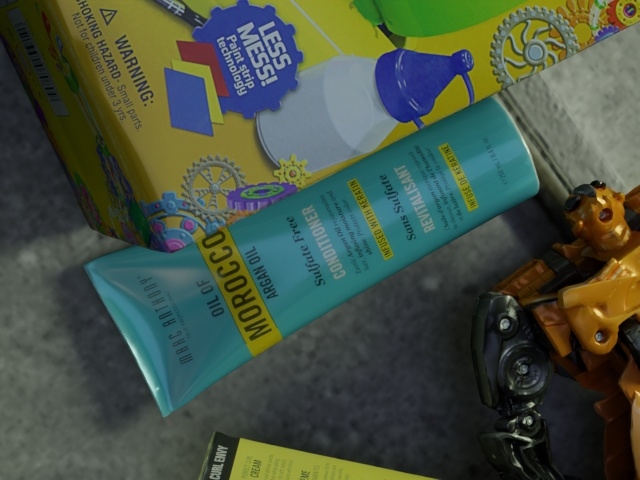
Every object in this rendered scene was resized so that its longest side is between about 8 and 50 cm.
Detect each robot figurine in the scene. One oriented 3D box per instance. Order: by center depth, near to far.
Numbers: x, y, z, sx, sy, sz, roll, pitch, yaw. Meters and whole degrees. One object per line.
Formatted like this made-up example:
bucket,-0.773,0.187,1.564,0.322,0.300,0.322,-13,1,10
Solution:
robot figurine,0.190,0.096,0.925,0.211,0.085,0.291,-34,103,-11

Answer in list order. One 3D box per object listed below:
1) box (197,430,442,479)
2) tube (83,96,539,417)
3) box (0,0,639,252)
box,0.053,0.157,0.859,0.232,0.058,0.087,13,114,0
tube,0.000,0.000,0.888,0.207,0.052,0.080,-27,91,-6
box,-0.021,-0.188,0.799,0.279,0.177,0.290,-27,101,-13
